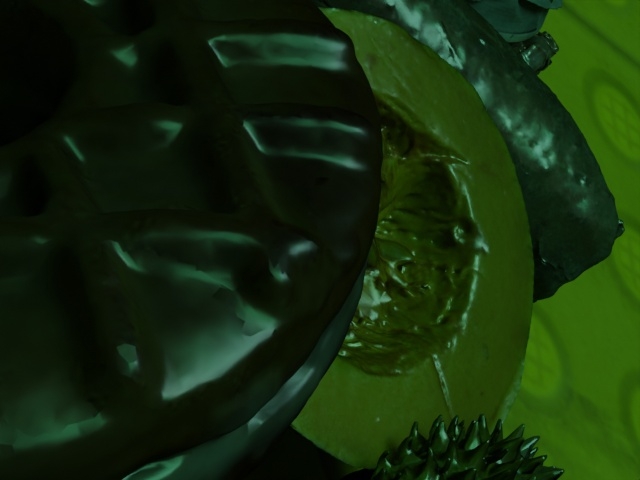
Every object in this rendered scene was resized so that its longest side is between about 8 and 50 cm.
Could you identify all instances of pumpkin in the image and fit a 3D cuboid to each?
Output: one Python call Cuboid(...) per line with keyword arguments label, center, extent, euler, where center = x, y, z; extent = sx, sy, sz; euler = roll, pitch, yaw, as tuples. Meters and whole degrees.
Cuboid(label="pumpkin", center=(-0.007, 0.003, 0.852), extent=(0.217, 0.110, 0.217), euler=(10, 76, -45))

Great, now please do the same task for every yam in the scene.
Cuboid(label="yam", center=(0.056, -0.082, 1.003), extent=(0.259, 0.106, 0.106), euler=(43, 37, -20))

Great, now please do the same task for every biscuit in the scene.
Cuboid(label="biscuit", center=(-0.115, -0.012, 0.631), extent=(0.268, 0.115, 0.366), euler=(18, 40, 14))

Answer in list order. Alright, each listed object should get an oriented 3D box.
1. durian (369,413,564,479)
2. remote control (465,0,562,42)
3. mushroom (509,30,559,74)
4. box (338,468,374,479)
Cuboid(label="durian", center=(0.073, 0.152, 0.754), extent=(0.137, 0.095, 0.221), euler=(67, 29, -24))
Cuboid(label="remote control", center=(0.059, -0.214, 1.102), extent=(0.104, 0.052, 0.247), euler=(-3, 49, -40))
Cuboid(label="mushroom", center=(0.104, -0.103, 1.096), extent=(0.085, 0.079, 0.085), euler=(28, 55, -50))
Cuboid(label="box", center=(0.026, 0.216, 0.788), extent=(0.201, 0.042, 0.212), euler=(-21, 82, -56))
